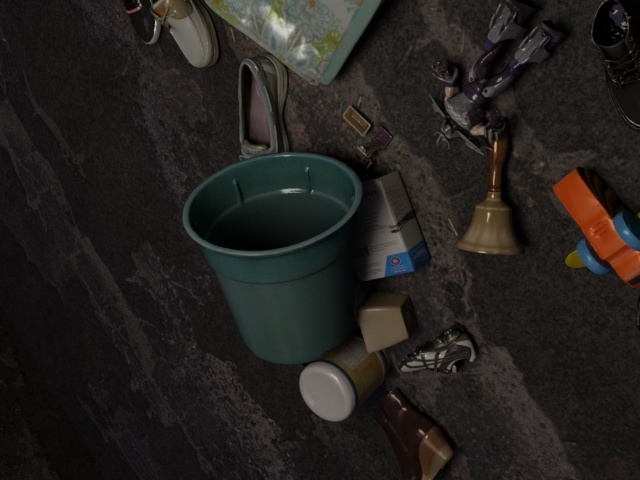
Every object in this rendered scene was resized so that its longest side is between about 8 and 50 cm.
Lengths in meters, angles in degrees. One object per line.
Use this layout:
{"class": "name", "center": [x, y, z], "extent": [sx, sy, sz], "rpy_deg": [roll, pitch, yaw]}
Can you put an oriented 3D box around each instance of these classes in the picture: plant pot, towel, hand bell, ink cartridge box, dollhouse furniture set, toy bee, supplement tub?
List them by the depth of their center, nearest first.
{"class": "toy bee", "center": [0.504, 0.020, 1.065], "extent": [0.195, 0.162, 0.298], "rpy_deg": [-19, 73, 49]}
{"class": "towel", "center": [-0.036, -0.492, 1.175], "extent": [0.320, 0.090, 0.374], "rpy_deg": [36, 141, -5]}
{"class": "hand bell", "center": [0.322, -0.104, 1.179], "extent": [0.126, 0.126, 0.242], "rpy_deg": [9, 101, 35]}
{"class": "plant pot", "center": [-0.072, 0.048, 1.300], "extent": [0.341, 0.341, 0.334], "rpy_deg": [18, 135, 30]}
{"class": "dollhouse furniture set", "center": [0.069, -0.210, 1.317], "extent": [0.114, 0.081, 0.091], "rpy_deg": [46, 130, 12]}
{"class": "ink cartridge box", "center": [0.123, -0.029, 1.354], "extent": [0.148, 0.086, 0.203], "rpy_deg": [-13, 100, 41]}
{"class": "plant pot", "center": [0.152, 0.174, 1.417], "extent": [0.096, 0.109, 0.109], "rpy_deg": [-12, 102, 26]}
{"class": "supplement tub", "center": [0.061, 0.306, 1.474], "extent": [0.144, 0.199, 0.144], "rpy_deg": [15, 118, 31]}

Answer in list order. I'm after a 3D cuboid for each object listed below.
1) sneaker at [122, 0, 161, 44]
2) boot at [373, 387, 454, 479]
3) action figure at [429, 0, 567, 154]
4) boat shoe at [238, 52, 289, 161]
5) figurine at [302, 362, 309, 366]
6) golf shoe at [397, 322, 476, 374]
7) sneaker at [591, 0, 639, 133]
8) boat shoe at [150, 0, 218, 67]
{"class": "sneaker", "center": [-0.477, -0.609, 1.515], "extent": [0.104, 0.147, 0.296], "rpy_deg": [2, 112, 35]}
{"class": "boot", "center": [0.205, 0.497, 1.547], "extent": [0.207, 0.090, 0.248], "rpy_deg": [45, 132, 29]}
{"class": "action figure", "center": [0.282, -0.274, 1.112], "extent": [0.185, 0.099, 0.285], "rpy_deg": [49, 128, 19]}
{"class": "boat shoe", "center": [-0.140, -0.253, 1.443], "extent": [0.118, 0.103, 0.321], "rpy_deg": [22, 121, 28]}
{"class": "figurine", "center": [-0.064, 0.193, 1.601], "extent": [0.215, 0.092, 0.209], "rpy_deg": [46, 134, 13]}
{"class": "golf shoe", "center": [0.251, 0.262, 1.392], "extent": [0.094, 0.077, 0.198], "rpy_deg": [54, 132, 5]}
{"class": "sneaker", "center": [0.460, -0.260, 0.972], "extent": [0.083, 0.118, 0.222], "rpy_deg": [-13, 101, 40]}
{"class": "boat shoe", "center": [-0.340, -0.535, 1.470], "extent": [0.113, 0.103, 0.302], "rpy_deg": [-21, 96, 41]}
